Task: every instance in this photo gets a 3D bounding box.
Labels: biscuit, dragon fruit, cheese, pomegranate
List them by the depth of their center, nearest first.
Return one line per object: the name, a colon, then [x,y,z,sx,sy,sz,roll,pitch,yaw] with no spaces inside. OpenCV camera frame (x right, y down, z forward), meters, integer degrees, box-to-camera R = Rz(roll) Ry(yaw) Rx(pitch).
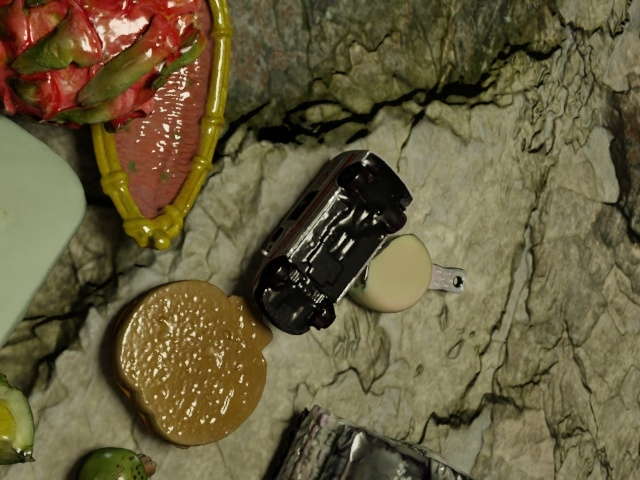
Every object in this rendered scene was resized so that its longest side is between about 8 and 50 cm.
dragon fruit: [-0.179,-0.168,0.608,0.172,0.166,0.160,-6,133,-10]
pomegranate: [-0.192,0.234,0.724,0.084,0.073,0.073,38,71,-53]
biscuit: [-0.127,0.116,0.768,0.170,0.050,0.170,4,84,-37]
cheese: [0.105,0.034,0.904,0.171,0.047,0.092,-12,101,-30]

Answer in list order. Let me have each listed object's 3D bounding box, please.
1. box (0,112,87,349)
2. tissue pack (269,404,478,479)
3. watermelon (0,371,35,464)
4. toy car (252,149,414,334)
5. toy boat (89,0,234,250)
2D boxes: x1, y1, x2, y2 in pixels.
box: [-0.386,-0.006,0.455,0.396,0.111,0.396,38,42,-18]
tissue pack: [0.026,0.369,0.834,0.245,0.123,0.332,32,79,-34]
watermelon: [-0.362,0.105,0.572,0.301,0.129,0.123,26,83,-25]
toy car: [0.000,0.000,0.809,0.089,0.108,0.210,45,74,-28]
toy boat: [-0.148,-0.149,0.714,0.141,0.099,0.318,7,86,-35]
